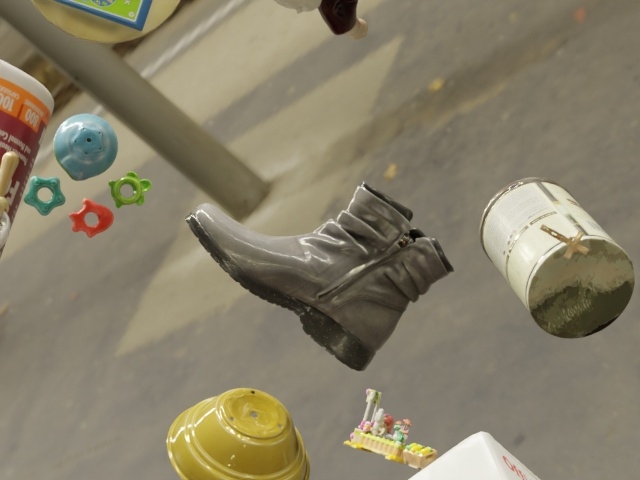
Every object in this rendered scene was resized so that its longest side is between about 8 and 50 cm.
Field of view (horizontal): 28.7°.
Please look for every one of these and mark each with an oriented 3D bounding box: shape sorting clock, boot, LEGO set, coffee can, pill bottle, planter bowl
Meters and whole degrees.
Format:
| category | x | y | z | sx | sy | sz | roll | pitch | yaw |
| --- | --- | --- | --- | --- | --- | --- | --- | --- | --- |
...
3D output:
| category | x | y | z | sx | sy | sz | roll | pitch | yaw |
| --- | --- | --- | --- | --- | --- | --- | --- | --- | --- |
| shape sorting clock | -0.267 | -0.343 | 1.545 | 0.206 | 0.206 | 0.040 | -55 | 1 | -14 |
| boot | 0.000 | 0.000 | 1.731 | 0.223 | 0.338 | 0.118 | -52 | 8 | 6 |
| LEGO set | 0.122 | 0.325 | 2.182 | 0.287 | 0.132 | 0.107 | 155 | 132 | -80 |
| coffee can | 0.430 | 0.027 | 2.304 | 0.201 | 0.201 | 0.275 | -45 | 26 | 11 |
| pill bottle | -0.553 | -0.066 | 1.818 | 0.224 | 0.224 | 0.392 | -10 | 60 | 59 |
| planter bowl | -0.106 | 0.279 | 1.803 | 0.217 | 0.217 | 0.090 | -84 | 12 | -56 |

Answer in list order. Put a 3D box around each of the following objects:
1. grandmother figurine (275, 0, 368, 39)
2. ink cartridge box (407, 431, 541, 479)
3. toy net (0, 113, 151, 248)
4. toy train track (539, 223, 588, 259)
| category | x | y | z | sx | sy | sz | roll | pitch | yaw |
| --- | --- | --- | --- | --- | --- | --- | --- | --- | --- |
| grandmother figurine | 0.061 | -0.334 | 1.513 | 0.104 | 0.342 | 0.208 | 39 | 128 | 35 |
| ink cartridge box | 0.201 | 0.353 | 1.166 | 0.121 | 0.211 | 0.289 | -36 | 39 | 12 |
| toy net | -0.298 | -0.037 | 1.292 | 0.232 | 0.122 | 0.045 | -32 | 5 | -17 |
| toy train track | 0.385 | -0.002 | 1.974 | 0.048 | 0.083 | 0.014 | -61 | -6 | 10 |
